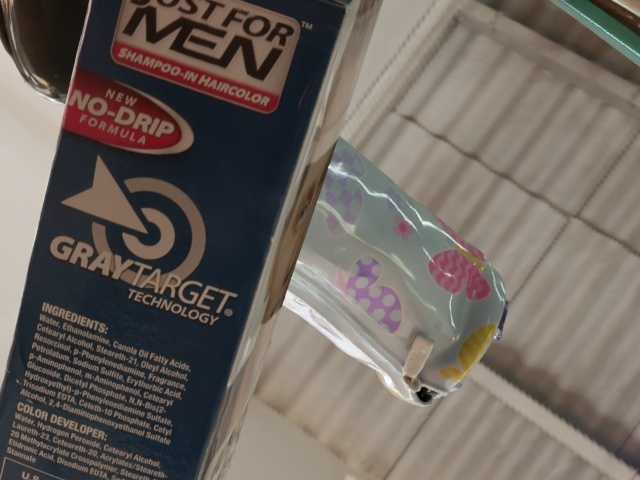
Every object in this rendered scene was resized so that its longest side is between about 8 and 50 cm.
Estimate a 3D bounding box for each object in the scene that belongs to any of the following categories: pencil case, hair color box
[{"bbox_3d":[0.000,0.000,0.791,0.113,0.273,0.124,-20,-140,47],"label":"pencil case"},{"bbox_3d":[-0.072,0.020,0.590,0.105,0.174,0.347,19,-69,2],"label":"hair color box"}]

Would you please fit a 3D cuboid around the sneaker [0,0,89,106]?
[{"bbox_3d":[-0.113,-0.219,0.722,0.130,0.109,0.286,13,-93,41],"label":"sneaker"}]

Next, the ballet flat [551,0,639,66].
[{"bbox_3d":[0.090,-0.184,0.542,0.400,0.139,0.139,35,-68,18],"label":"ballet flat"}]
